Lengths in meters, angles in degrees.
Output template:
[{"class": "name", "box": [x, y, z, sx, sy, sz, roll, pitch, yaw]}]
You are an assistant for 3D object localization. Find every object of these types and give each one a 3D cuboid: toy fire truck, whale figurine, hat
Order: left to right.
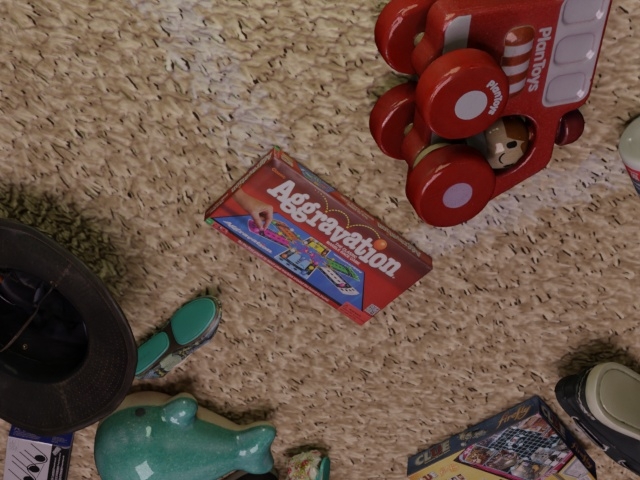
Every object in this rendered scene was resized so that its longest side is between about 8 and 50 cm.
[{"class": "hat", "box": [-0.384, 0.095, 1.646, 0.331, 0.134, 0.331, 5, 115, 11]}, {"class": "whale figurine", "box": [-0.203, 0.324, 1.829, 0.272, 0.141, 0.216, 5, 130, -4]}, {"class": "toy fire truck", "box": [0.203, -0.161, 1.415, 0.253, 0.169, 0.302, -11, 133, -14]}]

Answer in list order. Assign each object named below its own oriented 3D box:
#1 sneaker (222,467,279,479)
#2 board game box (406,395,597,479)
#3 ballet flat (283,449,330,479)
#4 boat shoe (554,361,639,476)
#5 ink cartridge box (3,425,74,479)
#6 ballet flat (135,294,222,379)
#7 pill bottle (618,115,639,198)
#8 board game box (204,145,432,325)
[{"class": "sneaker", "box": [-0.155, 0.454, 1.953, 0.083, 0.118, 0.222, 32, 123, -24]}, {"class": "board game box", "box": [0.279, 0.354, 1.895, 0.243, 0.042, 0.165, -31, 115, 24]}, {"class": "ballet flat", "box": [-0.032, 0.440, 1.876, 0.077, 0.241, 0.091, -1, 153, 14]}, {"class": "boat shoe", "box": [0.472, 0.286, 1.809, 0.340, 0.127, 0.113, 30, 154, -31]}, {"class": "ink cartridge box", "box": [-0.448, 0.366, 1.931, 0.097, 0.046, 0.207, 12, 130, -7]}, {"class": "ballet flat", "box": [-0.193, 0.138, 1.734, 0.188, 0.070, 0.070, -34, 122, 28]}, {"class": "pill bottle", "box": [0.446, -0.067, 1.509, 0.108, 0.108, 0.180, -21, 126, 18]}, {"class": "board game box", "box": [0.000, 0.000, 1.627, 0.281, 0.027, 0.145, 34, 121, -25]}]
